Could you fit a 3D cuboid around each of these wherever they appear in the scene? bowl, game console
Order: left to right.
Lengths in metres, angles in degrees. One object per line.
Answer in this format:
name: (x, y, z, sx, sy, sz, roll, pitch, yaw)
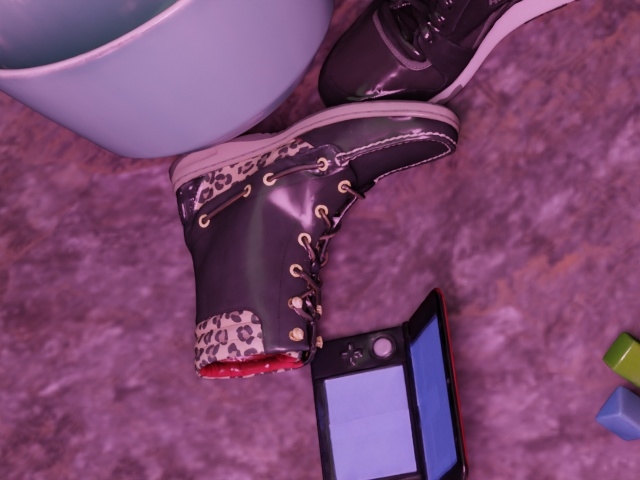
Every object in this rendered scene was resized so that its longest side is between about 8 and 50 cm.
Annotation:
bowl: (-0.113, -0.183, 1.376, 0.312, 0.163, 0.311, -21, 40, 19)
game console: (0.046, 0.121, 1.286, 0.124, 0.085, 0.144, -12, 67, 14)

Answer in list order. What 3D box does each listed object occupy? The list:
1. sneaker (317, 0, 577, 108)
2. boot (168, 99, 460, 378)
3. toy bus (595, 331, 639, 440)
sneaker: (0.105, -0.201, 1.361, 0.283, 0.124, 0.107, -36, 63, 4)
boot: (0.000, 0.001, 1.346, 0.236, 0.085, 0.178, -13, 67, 22)
toy bus: (0.297, 0.068, 1.207, 0.104, 0.191, 0.202, 34, 83, -17)
